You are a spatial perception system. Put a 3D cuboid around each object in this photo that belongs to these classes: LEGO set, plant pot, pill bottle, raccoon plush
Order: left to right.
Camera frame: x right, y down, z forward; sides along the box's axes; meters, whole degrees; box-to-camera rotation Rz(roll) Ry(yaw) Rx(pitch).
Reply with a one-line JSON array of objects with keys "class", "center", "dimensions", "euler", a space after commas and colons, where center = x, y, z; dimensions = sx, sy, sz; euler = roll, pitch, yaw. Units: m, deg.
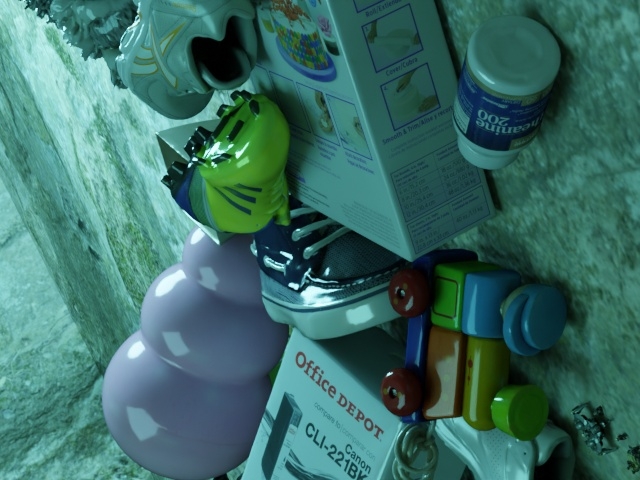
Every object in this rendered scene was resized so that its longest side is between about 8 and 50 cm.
[{"class": "raccoon plush", "center": [-0.207, -0.284, 1.773], "dimensions": [0.299, 0.216, 0.446], "euler": [44, -173, 12]}, {"class": "plant pot", "center": [-0.108, -0.078, 1.801], "dimensions": [0.109, 0.096, 0.109], "euler": [41, 152, 50]}, {"class": "pill bottle", "center": [0.132, -0.103, 1.168], "dimensions": [0.067, 0.067, 0.120], "euler": [54, 160, 23]}, {"class": "LEGO set", "center": [0.234, 0.166, 1.343], "dimensions": [0.083, 0.023, 0.054], "euler": [27, 140, 61]}]

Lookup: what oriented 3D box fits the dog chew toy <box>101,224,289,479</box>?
[{"class": "dog chew toy", "center": [-0.131, 0.115, 1.897], "dimensions": [0.206, 0.206, 0.332], "euler": [40, 116, 49]}]

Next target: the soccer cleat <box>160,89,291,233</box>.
[{"class": "soccer cleat", "center": [-0.063, -0.062, 1.467], "dimensions": [0.121, 0.093, 0.289], "euler": [36, 166, -10]}]

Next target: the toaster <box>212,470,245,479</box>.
[{"class": "toaster", "center": [-0.003, 0.317, 1.947], "dimensions": [0.227, 0.146, 0.129], "euler": [36, 153, 22]}]

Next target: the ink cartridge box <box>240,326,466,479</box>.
[{"class": "ink cartridge box", "center": [0.027, 0.247, 1.638], "dimensions": [0.197, 0.114, 0.273], "euler": [39, 116, 45]}]

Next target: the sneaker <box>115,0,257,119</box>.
[{"class": "sneaker", "center": [-0.111, -0.160, 1.410], "dimensions": [0.121, 0.099, 0.262], "euler": [53, 163, 17]}]

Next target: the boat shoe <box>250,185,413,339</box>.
[{"class": "boat shoe", "center": [0.000, 0.000, 1.577], "dimensions": [0.340, 0.127, 0.158], "euler": [-1, 109, 69]}]

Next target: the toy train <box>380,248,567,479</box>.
[{"class": "toy train", "center": [0.132, 0.139, 1.357], "dimensions": [0.143, 0.105, 0.248], "euler": [14, 104, 49]}]

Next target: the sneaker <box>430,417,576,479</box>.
[{"class": "sneaker", "center": [0.177, 0.176, 1.448], "dimensions": [0.115, 0.090, 0.232], "euler": [-41, 68, 45]}]

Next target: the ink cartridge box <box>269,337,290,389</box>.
[{"class": "ink cartridge box", "center": [-0.062, 0.216, 2.093], "dimensions": [0.255, 0.097, 0.189], "euler": [51, 158, 31]}]

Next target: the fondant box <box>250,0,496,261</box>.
[{"class": "fondant box", "center": [0.012, -0.170, 1.352], "dimensions": [0.238, 0.096, 0.330], "euler": [31, 145, 59]}]
